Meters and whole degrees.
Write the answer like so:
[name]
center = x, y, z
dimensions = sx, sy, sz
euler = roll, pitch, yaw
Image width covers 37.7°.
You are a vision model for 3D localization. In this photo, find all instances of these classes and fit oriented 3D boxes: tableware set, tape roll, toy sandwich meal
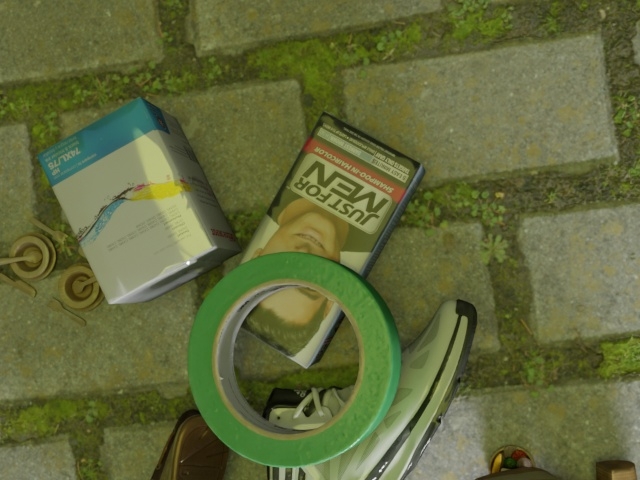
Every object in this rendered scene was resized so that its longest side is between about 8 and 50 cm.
[tableware set]
center = -0.466, 0.054, 1.642
dimensions = 0.194, 0.039, 0.128
euler = 29, 92, 9
[tape roll]
center = -0.041, 0.179, 1.425
dimensions = 0.321, 0.077, 0.321
euler = -2, 84, 16
[toy sandwich meal]
center = 0.311, 0.376, 1.519
dimensions = 0.085, 0.029, 0.085
euler = 0, 88, 8

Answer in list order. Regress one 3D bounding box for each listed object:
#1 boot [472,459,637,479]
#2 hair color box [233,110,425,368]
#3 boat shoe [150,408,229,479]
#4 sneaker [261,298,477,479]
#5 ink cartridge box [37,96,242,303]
[boot]
center = 0.368, 0.462, 1.453
dimensions = 0.295, 0.104, 0.211
euler = -4, 91, -7
[hair color box]
center = 0.000, 0.000, 1.539
dimensions = 0.185, 0.113, 0.374
euler = 29, 93, 9
[boat shoe]
center = -0.244, 0.450, 1.563
dimensions = 0.123, 0.123, 0.342
euler = 13, 87, -27
[sneaker]
center = 0.056, 0.255, 1.492
dimensions = 0.257, 0.169, 0.447
euler = 28, 94, 7
[ink cartridge box]
center = -0.289, -0.057, 1.541
dimensions = 0.197, 0.198, 0.270
euler = -28, 84, 6
